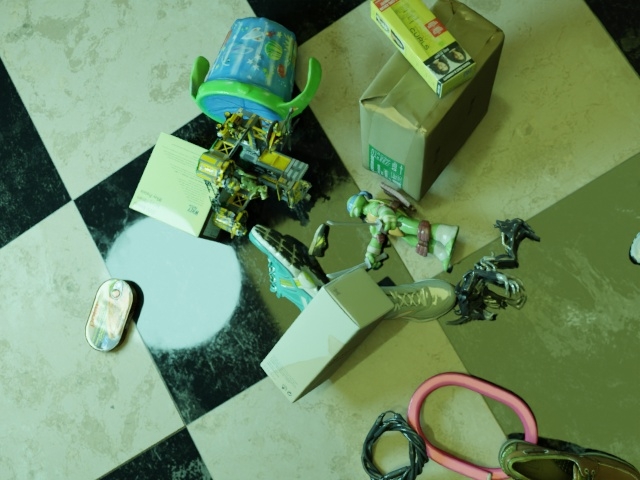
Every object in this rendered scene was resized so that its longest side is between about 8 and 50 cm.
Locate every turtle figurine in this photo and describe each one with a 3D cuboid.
[{"bbox_3d":[0.161,0.011,1.853,0.266,0.275,0.198,18,123,12],"label":"turtle figurine"}]

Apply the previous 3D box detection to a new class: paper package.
[{"bbox_3d":[0.230,-0.291,1.766,0.168,0.325,0.309,35,76,15],"label":"paper package"}]

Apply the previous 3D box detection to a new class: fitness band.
[{"bbox_3d":[0.335,0.413,1.832,0.290,0.054,0.209,20,89,15],"label":"fitness band"}]

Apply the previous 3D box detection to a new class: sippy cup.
[{"bbox_3d":[-0.158,-0.401,1.975,0.305,0.240,0.224,16,78,-6],"label":"sippy cup"}]

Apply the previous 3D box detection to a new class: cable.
[{"bbox_3d":[0.164,0.481,1.853,0.150,0.047,0.185,36,115,20],"label":"cable"}]

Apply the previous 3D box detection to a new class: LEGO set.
[{"bbox_3d":[-0.132,-0.137,1.889,0.192,0.331,0.255,24,58,15],"label":"LEGO set"}]

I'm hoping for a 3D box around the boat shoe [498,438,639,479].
[{"bbox_3d":[0.528,0.498,1.723,0.307,0.104,0.111,9,90,4],"label":"boat shoe"}]

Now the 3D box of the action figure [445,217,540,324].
[{"bbox_3d":[0.385,0.087,1.803,0.141,0.164,0.276,30,86,21],"label":"action figure"}]

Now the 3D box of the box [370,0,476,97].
[{"bbox_3d":[0.197,-0.392,1.602,0.087,0.058,0.232,-33,72,-7],"label":"box"}]

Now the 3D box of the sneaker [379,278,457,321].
[{"bbox_3d":[0.177,0.142,1.868,0.262,0.121,0.099,-10,82,13],"label":"sneaker"}]

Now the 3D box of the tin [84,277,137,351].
[{"bbox_3d":[-0.532,0.189,2.095,0.106,0.040,0.190,19,89,12],"label":"tin"}]

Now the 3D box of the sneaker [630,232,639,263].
[{"bbox_3d":[0.744,-0.023,1.757,0.190,0.083,0.071,-41,77,8],"label":"sneaker"}]

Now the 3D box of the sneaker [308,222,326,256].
[{"bbox_3d":[0.000,0.000,1.981,0.035,0.031,0.083,22,94,2],"label":"sneaker"}]

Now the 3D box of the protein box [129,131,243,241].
[{"bbox_3d":[-0.320,-0.128,2.021,0.199,0.136,0.201,23,90,15],"label":"protein box"}]

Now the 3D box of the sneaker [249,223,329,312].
[{"bbox_3d":[-0.079,0.083,1.925,0.110,0.107,0.275,-36,99,19],"label":"sneaker"}]

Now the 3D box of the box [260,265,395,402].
[{"bbox_3d":[0.011,0.210,1.819,0.121,0.148,0.311,49,132,14],"label":"box"}]
